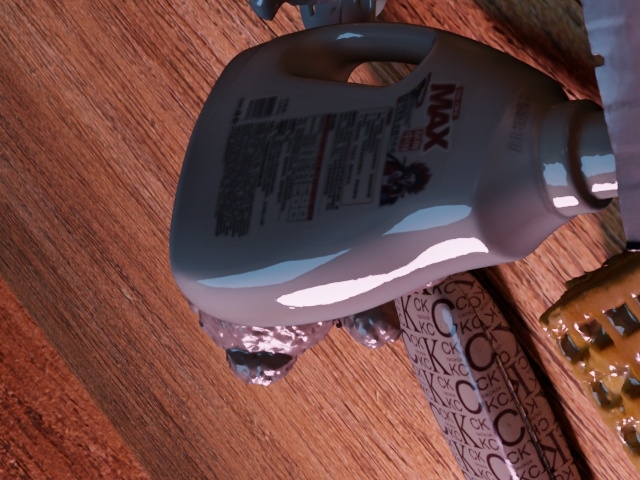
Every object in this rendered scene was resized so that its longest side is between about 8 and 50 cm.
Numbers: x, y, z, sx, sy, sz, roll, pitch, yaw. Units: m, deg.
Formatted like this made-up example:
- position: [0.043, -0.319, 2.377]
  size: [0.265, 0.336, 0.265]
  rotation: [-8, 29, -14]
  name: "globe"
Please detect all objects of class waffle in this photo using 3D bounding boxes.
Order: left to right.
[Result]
- position: [0.295, 0.095, 1.389]
  size: [0.224, 0.098, 0.328]
  rotation: [59, 160, 4]
  name: "waffle"

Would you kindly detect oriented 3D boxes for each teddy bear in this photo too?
- position: [0.001, 0.000, 1.697]
  size: [0.151, 0.267, 0.236]
  rotation: [91, 156, -68]
  name: "teddy bear"

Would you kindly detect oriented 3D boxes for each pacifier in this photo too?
- position: [-0.008, -0.224, 1.623]
  size: [0.150, 0.116, 0.127]
  rotation: [-156, 63, -64]
  name: "pacifier"

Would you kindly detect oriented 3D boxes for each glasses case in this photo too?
- position: [0.169, 0.172, 1.817]
  size: [0.355, 0.085, 0.137]
  rotation: [64, 161, -16]
  name: "glasses case"

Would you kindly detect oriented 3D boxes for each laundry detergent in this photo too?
- position: [0.078, -0.068, 1.472]
  size: [0.398, 0.264, 0.125]
  rotation: [-6, 150, 36]
  name: "laundry detergent"

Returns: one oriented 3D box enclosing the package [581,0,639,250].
- position: [0.256, -0.085, 1.166]
  size: [0.251, 0.062, 0.204]
  rotation: [-174, 74, -65]
  name: "package"
